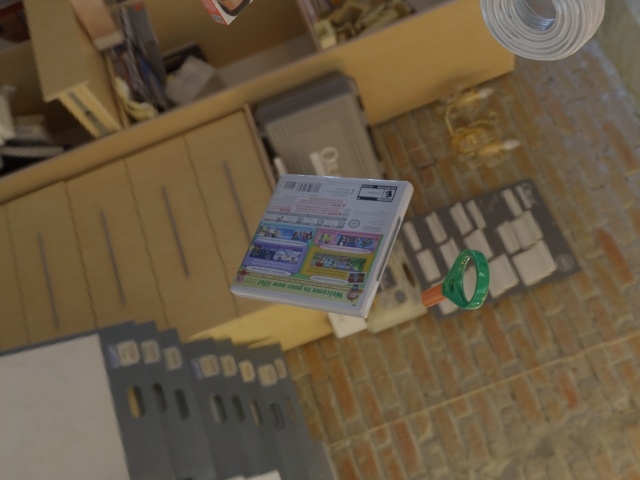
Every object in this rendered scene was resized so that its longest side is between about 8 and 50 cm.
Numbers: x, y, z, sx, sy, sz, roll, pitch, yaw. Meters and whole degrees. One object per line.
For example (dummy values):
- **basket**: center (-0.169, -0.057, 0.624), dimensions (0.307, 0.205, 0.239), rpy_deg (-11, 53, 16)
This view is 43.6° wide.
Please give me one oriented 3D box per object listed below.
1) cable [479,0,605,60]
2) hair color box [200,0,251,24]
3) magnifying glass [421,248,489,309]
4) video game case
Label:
- **cable**: center (0.451, -0.495, 1.645), dimensions (0.257, 0.089, 0.257), rpy_deg (30, -31, 26)
- **hair color box**: center (-0.163, -0.401, 1.192), dimensions (0.043, 0.072, 0.141), rpy_deg (28, -18, 46)
- **magnifying glass**: center (0.214, 0.075, 1.288), dimensions (0.231, 0.026, 0.092), rpy_deg (139, -47, -69)
- **video game case**: center (0.000, 0.000, 1.066), dimensions (0.023, 0.212, 0.193), rpy_deg (49, 56, -48)
